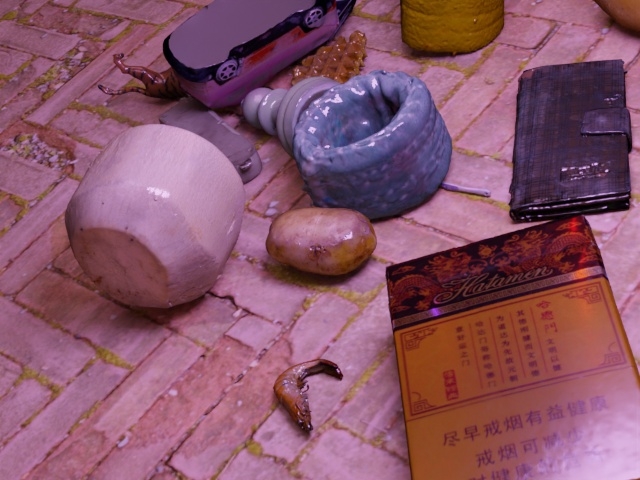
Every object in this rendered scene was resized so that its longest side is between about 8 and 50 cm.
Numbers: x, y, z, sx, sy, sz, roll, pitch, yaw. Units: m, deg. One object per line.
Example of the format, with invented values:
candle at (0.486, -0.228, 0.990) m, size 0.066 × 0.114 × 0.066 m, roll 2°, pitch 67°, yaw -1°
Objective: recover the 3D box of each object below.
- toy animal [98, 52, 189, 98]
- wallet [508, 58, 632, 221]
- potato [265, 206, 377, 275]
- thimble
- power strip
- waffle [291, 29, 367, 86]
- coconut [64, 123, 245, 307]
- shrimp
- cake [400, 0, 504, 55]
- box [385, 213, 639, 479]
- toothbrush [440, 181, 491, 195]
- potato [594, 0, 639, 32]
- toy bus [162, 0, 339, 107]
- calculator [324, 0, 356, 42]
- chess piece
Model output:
toy animal at (-0.282, -0.295, 2.167) m, size 0.255 × 0.116 × 0.114 m, roll -11°, pitch -4°, yaw 19°
wallet at (0.358, -0.151, 1.697) m, size 0.169 × 0.044 × 0.317 m, roll -6°, pitch 41°, yaw 18°
potato at (0.000, 0.000, 1.664) m, size 0.170 × 0.080 × 0.107 m, roll 4°, pitch 37°, yaw 26°
thimble at (0.070, -0.134, 1.731) m, size 0.235 × 0.143 × 0.198 m, roll -37°, pitch 39°, yaw -7°
power strip at (-0.180, -0.167, 1.983) m, size 0.080 × 0.048 × 0.286 m, roll -35°, pitch 39°, yaw -13°
waffle at (0.031, -0.282, 2.018) m, size 0.160 × 0.046 × 0.192 m, roll -26°, pitch 38°, yaw -4°
coconut at (-0.228, -0.041, 1.698) m, size 0.245 × 0.245 × 0.247 m, roll 2°, pitch 43°, yaw 29°
shrimp at (-0.012, 0.191, 1.484) m, size 0.091 × 0.025 × 0.127 m, roll -20°, pitch 35°, yaw 0°
cake at (0.224, -0.437, 2.024) m, size 0.179 × 0.156 × 0.261 m, roll 1°, pitch 46°, yaw 4°
box at (0.223, 0.161, 1.330) m, size 0.264 × 0.116 × 0.415 m, roll -17°, pitch 38°, yaw 9°
toothbrush at (0.191, -0.079, 1.720) m, size 0.131 × 0.011 × 0.013 m, roll 12°, pitch 43°, yaw 38°
potato at (0.525, -0.382, 1.817) m, size 0.203 × 0.178 × 0.158 m, roll -11°, pitch 60°, yaw -4°
toy bus at (-0.115, -0.345, 2.014) m, size 0.302 × 0.147 × 0.127 m, roll -35°, pitch 64°, yaw -12°
calculator at (-0.069, -0.395, 2.201) m, size 0.274 × 0.028 × 0.166 m, roll 1°, pitch 42°, yaw 36°
chess piece at (-0.058, -0.204, 1.925) m, size 0.139 × 0.139 × 0.271 m, roll -38°, pitch 29°, yaw -20°
